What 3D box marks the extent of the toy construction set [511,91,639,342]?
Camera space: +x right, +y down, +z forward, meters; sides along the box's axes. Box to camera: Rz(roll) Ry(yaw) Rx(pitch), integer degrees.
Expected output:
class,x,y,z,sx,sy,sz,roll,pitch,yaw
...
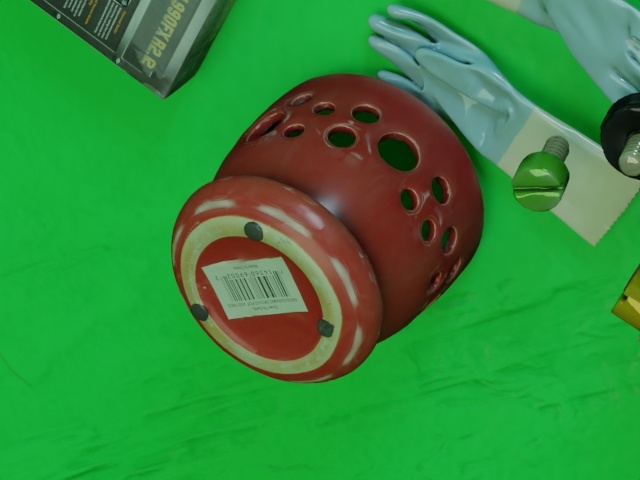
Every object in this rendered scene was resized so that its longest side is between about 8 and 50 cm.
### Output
class,x,y,z,sx,sy,sz,roll,pitch,yaw
toy construction set,0.283,0.056,1.083,0.257,0.237,0.309,-30,106,36

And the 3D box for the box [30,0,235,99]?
class,x,y,z,sx,sy,sz,roll,pitch,yaw
box,-0.131,-0.244,1.299,0.183,0.056,0.231,36,130,4

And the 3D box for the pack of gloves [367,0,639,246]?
class,x,y,z,sx,sy,sz,roll,pitch,yaw
pack of gloves,0.148,-0.130,1.235,0.232,0.046,0.195,38,141,7

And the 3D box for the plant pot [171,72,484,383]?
class,x,y,z,sx,sy,sz,roll,pitch,yaw
plant pot,0.000,0.000,1.294,0.191,0.174,0.191,19,132,22
